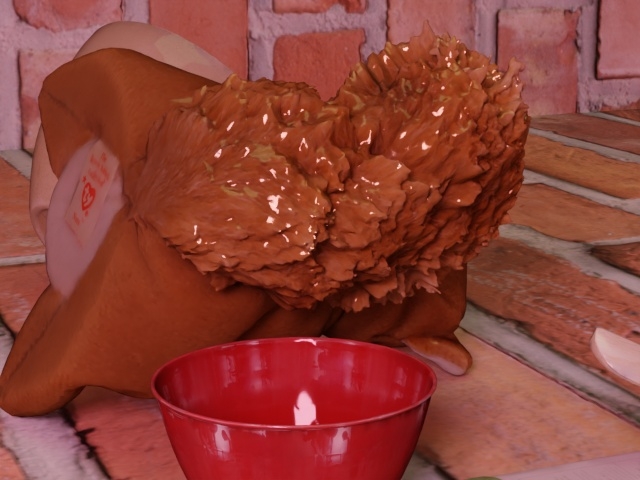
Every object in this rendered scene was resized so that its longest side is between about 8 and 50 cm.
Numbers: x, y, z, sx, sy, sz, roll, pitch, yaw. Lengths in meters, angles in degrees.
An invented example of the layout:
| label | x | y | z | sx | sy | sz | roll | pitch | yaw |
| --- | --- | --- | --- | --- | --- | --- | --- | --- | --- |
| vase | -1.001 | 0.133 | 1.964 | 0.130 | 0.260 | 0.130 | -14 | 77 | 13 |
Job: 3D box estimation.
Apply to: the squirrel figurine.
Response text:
| label | x | y | z | sx | sy | sz | roll | pitch | yaw |
| --- | --- | --- | --- | --- | --- | --- | --- | --- | --- |
| squirrel figurine | 0.000 | 0.000 | 1.129 | 0.370 | 0.281 | 0.397 | 14 | -22 | -34 |

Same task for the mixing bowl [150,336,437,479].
| label | x | y | z | sx | sy | sz | roll | pitch | yaw |
| --- | --- | --- | --- | --- | --- | --- | --- | --- | --- |
| mixing bowl | -0.017 | 0.133 | 0.928 | 0.181 | 0.098 | 0.181 | 0 | 12 | 0 |

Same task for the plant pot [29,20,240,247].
| label | x | y | z | sx | sy | sz | roll | pitch | yaw |
| --- | --- | --- | --- | --- | --- | --- | --- | --- | --- |
| plant pot | -0.186 | -0.054 | 1.481 | 0.284 | 0.284 | 0.191 | 11 | 52 | 42 |

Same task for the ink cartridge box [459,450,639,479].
| label | x | y | z | sx | sy | sz | roll | pitch | yaw |
| --- | --- | --- | --- | --- | --- | --- | --- | --- | --- |
| ink cartridge box | 0.143 | 0.175 | 0.818 | 0.209 | 0.062 | 0.109 | -5 | 15 | -20 |

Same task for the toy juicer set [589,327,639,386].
| label | x | y | z | sx | sy | sz | roll | pitch | yaw |
| --- | --- | --- | --- | --- | --- | --- | --- | --- | --- |
| toy juicer set | 0.296 | 0.133 | 0.750 | 0.209 | 0.089 | 0.329 | 17 | 21 | -21 |
